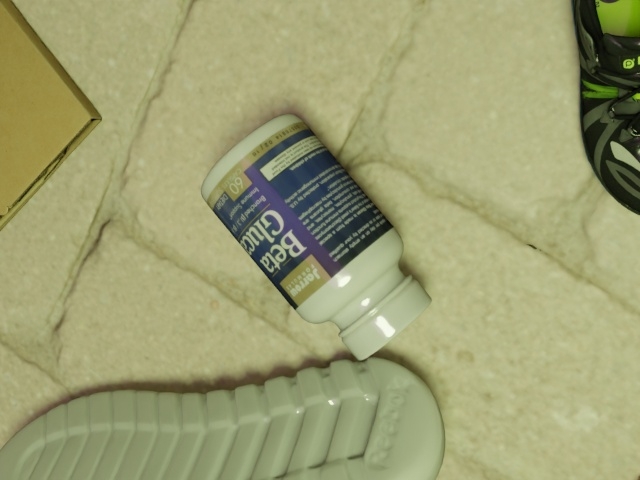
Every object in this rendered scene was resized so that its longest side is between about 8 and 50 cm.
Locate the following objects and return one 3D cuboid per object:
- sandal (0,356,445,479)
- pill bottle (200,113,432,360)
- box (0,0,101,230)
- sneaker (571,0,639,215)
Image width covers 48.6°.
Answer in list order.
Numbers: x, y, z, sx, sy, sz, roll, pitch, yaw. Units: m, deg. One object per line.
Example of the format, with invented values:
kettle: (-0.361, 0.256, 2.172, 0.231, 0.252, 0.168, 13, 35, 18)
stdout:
sandal: (-0.098, 0.205, 0.573, 0.416, 0.169, 0.102, -12, 135, 19)
pill bottle: (0.000, 0.000, 0.514, 0.094, 0.094, 0.169, -42, 85, 20)
box: (-0.306, -0.131, 0.630, 0.164, 0.021, 0.201, -40, 85, 20)
sneaker: (0.193, -0.101, 0.443, 0.067, 0.078, 0.188, -11, 96, 20)
